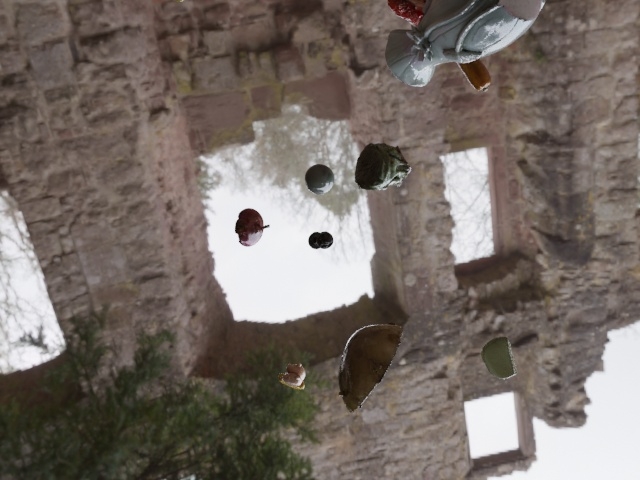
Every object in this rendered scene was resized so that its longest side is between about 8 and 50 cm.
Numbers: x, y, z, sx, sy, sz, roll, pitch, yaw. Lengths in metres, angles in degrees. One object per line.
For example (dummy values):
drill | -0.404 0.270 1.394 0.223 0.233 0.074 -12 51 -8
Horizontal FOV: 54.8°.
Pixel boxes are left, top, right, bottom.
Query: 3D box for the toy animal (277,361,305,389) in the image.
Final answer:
toy animal | -0.092 0.441 2.048 0.091 0.114 0.082 15 -108 18

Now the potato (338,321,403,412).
potato | 0.112 0.342 1.716 0.116 0.299 0.239 26 -140 -2

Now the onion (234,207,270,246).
onion | -0.246 -0.049 2.352 0.140 0.150 0.150 5 -155 23

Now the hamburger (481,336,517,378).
hamburger | 0.505 0.334 1.760 0.084 0.121 0.054 -11 -175 24

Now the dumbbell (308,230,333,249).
dumbbell | 0.000 0.000 2.720 0.081 0.082 0.254 -17 -175 -18

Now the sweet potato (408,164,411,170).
sweet potato | 0.306 -0.277 2.629 0.067 0.067 0.274 -25 -178 -35

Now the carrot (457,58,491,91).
carrot | 0.458 -0.562 1.929 0.067 0.225 0.067 -35 176 -3

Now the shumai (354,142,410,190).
shumai | 0.207 -0.233 2.051 0.141 0.184 0.184 17 -172 -27

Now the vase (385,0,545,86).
vase | 0.365 -0.575 1.663 0.250 0.250 0.445 -23 -178 -31

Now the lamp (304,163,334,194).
lamp | -0.004 -0.206 2.085 0.105 0.105 0.105 -9 -160 3

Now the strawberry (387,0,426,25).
strawberry | 0.274 -0.709 1.885 0.187 0.082 0.146 11 -150 -26
